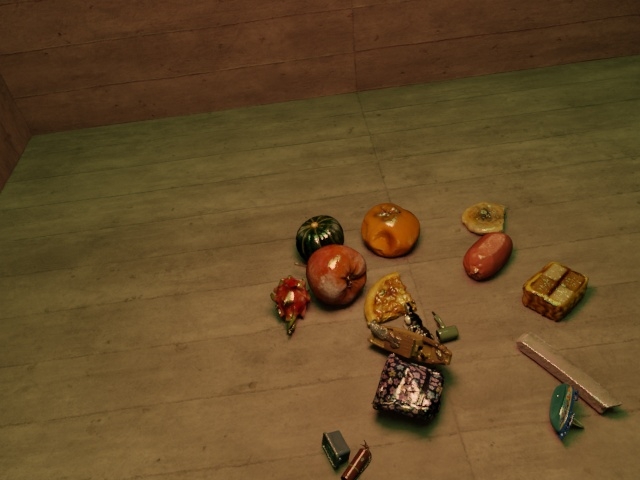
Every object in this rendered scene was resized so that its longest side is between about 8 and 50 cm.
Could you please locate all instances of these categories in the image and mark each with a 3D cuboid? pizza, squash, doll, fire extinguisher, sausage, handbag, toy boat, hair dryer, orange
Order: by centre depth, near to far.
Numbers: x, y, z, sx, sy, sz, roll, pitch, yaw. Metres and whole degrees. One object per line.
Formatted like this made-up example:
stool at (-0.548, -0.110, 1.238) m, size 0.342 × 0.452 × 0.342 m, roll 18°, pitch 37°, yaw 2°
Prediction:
fire extinguisher at (0.112, 0.664, 1.634) m, size 0.056 × 0.039 × 0.132 m, roll 44°, pitch 56°, yaw 3°
toy boat at (0.758, 0.533, 1.665) m, size 0.110 × 0.091 × 0.175 m, roll 32°, pitch 54°, yaw 1°
handbag at (0.288, 0.474, 1.749) m, size 0.207 × 0.127 × 0.229 m, roll 18°, pitch 32°, yaw 12°
toy boat at (0.293, 0.349, 1.838) m, size 0.320 × 0.121 × 0.089 m, roll 13°, pitch 86°, yaw 40°
doll at (0.345, 0.318, 1.938) m, size 0.067 × 0.091 × 0.219 m, roll -17°, pitch 42°, yaw -13°
hair dryer at (0.437, 0.305, 1.985) m, size 0.071 × 0.048 × 0.150 m, roll -12°, pitch 32°, yaw -9°
pizza at (0.271, 0.223, 2.075) m, size 0.197 × 0.058 × 0.292 m, roll 19°, pitch 49°, yaw 25°
sausage at (0.657, 0.055, 2.149) m, size 0.148 × 0.148 × 0.254 m, roll 28°, pitch 56°, yaw 32°
squash at (-0.003, -0.005, 2.273) m, size 0.217 × 0.173 × 0.218 m, roll -3°, pitch 40°, yaw 2°
orange at (0.294, -0.061, 2.287) m, size 0.248 × 0.183 × 0.249 m, roll -4°, pitch 44°, yaw 4°

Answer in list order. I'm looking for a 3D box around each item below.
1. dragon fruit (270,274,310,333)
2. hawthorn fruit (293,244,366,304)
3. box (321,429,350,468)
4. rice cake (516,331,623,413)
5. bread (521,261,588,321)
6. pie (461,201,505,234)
dragon fruit at (-0.112, 0.238, 2.055) m, size 0.135 × 0.137 × 0.236 m, roll -15°, pitch 44°, yaw 31°
hawthorn fruit at (0.060, 0.115, 2.096) m, size 0.234 × 0.231 × 0.263 m, roll 10°, pitch 39°, yaw -21°
box at (0.048, 0.629, 1.661) m, size 0.054 × 0.074 × 0.099 m, roll -11°, pitch 41°, yaw -24°
rice cake at (0.798, 0.426, 1.782) m, size 0.072 × 0.056 × 0.365 m, roll -25°, pitch 45°, yaw -26°
bread at (0.861, 0.180, 2.015) m, size 0.222 × 0.096 × 0.181 m, roll -34°, pitch 51°, yaw -27°
pie at (0.705, -0.095, 2.365) m, size 0.184 × 0.052 × 0.218 m, roll 0°, pitch 41°, yaw 16°
